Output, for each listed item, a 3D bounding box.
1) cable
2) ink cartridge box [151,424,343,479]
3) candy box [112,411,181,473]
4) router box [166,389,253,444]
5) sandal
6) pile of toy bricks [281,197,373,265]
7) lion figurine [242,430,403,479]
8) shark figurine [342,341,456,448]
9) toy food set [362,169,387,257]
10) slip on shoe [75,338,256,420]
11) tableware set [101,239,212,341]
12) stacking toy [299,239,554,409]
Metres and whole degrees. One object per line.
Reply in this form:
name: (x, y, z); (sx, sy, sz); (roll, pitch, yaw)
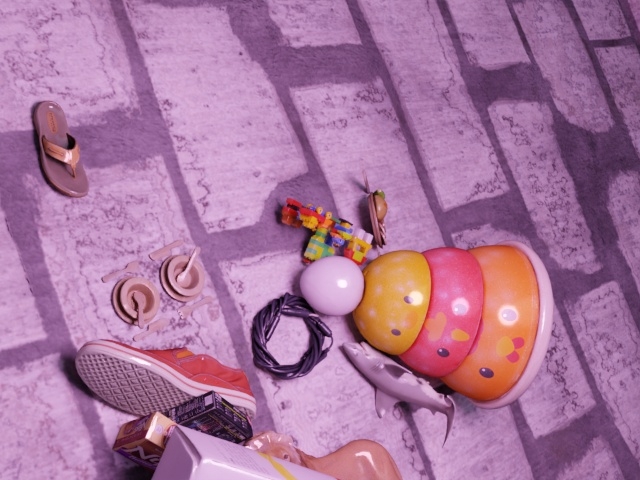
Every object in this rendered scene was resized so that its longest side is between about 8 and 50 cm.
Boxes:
cable: (-0.057, 0.179, 1.791); (0.184, 0.047, 0.150); (-31, 93, -44)
ink cartridge box: (-0.091, 0.477, 1.445); (0.385, 0.160, 0.279); (25, 88, -24)
candy box: (-0.223, 0.347, 1.524); (0.187, 0.109, 0.053); (38, 51, -24)
router box: (-0.180, 0.300, 1.562); (0.122, 0.092, 0.038); (49, 20, -45)
sandal: (-0.433, -0.158, 1.605); (0.072, 0.049, 0.180); (-10, 78, -44)
pile of toy bricks: (0.000, 0.000, 1.900); (0.212, 0.118, 0.105); (27, 82, -50)
lion figurine: (0.022, 0.430, 1.696); (0.392, 0.142, 0.240); (-4, 76, -49)
shark figurine: (0.163, 0.309, 1.873); (0.116, 0.278, 0.166); (-57, 151, -1)
toy food set: (0.127, -0.045, 2.013); (0.132, 0.039, 0.192); (63, 17, -73)
slip on shoe: (-0.250, 0.223, 1.565); (0.331, 0.123, 0.101); (23, 38, -34)
tableware set: (-0.270, 0.081, 1.650); (0.194, 0.039, 0.128); (-29, 92, -45)
stacking toy: (0.182, 0.135, 1.898); (0.480, 0.350, 0.350); (11, 63, -19)
